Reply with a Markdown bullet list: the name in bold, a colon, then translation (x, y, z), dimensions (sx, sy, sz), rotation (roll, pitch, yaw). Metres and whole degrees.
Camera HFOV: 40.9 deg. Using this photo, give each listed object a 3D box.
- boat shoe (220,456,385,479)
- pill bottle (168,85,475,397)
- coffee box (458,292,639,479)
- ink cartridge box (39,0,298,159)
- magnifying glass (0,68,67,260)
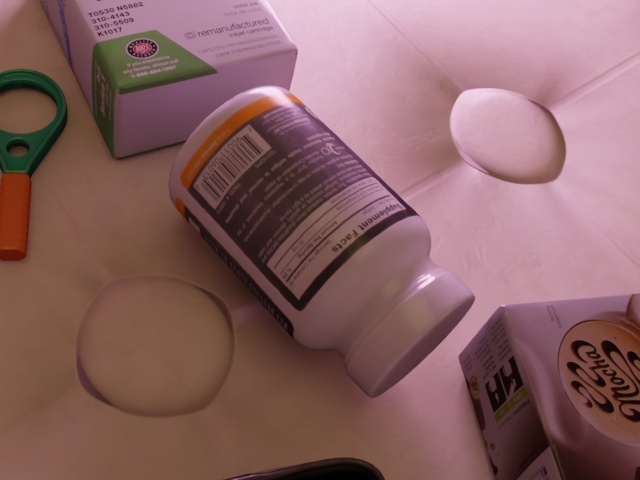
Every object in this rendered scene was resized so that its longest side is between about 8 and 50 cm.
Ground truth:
- **boat shoe**: translation (-0.094, 0.221, 0.618), dimensions (0.335, 0.095, 0.112), rotation (-5, 53, -38)
- **pill bottle**: translation (0.000, 0.000, 0.800), dimensions (0.162, 0.162, 0.278), rotation (-34, 71, -30)
- **coffee box**: translation (0.253, 0.206, 0.750), dimensions (0.168, 0.119, 0.297), rotation (-3, 58, -16)
- **ink cartridge box**: translation (-0.179, -0.248, 0.944), dimensions (0.201, 0.117, 0.278), rotation (-18, 63, -23)
- **magnifying glass**: translation (-0.305, -0.083, 0.863), dimensions (0.092, 0.026, 0.231), rotation (0, 58, -14)
